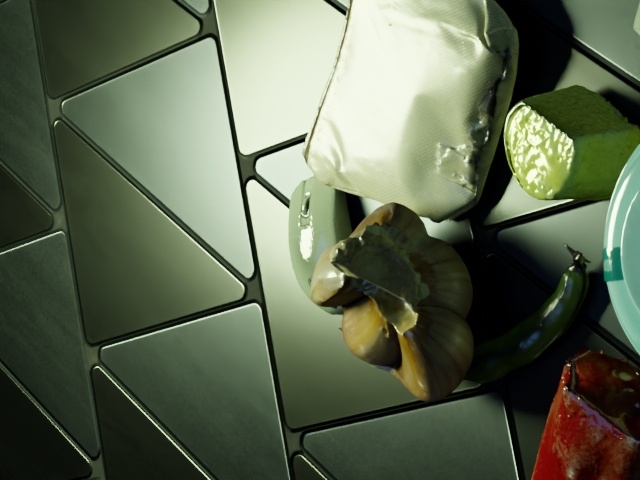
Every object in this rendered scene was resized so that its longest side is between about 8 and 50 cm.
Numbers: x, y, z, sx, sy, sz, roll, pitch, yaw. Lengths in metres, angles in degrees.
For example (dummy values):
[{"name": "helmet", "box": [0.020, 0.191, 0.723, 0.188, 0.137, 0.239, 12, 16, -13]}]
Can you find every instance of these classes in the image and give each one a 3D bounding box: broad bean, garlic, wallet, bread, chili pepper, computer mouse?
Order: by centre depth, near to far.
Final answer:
[{"name": "chili pepper", "box": [0.294, 0.254, 2.005, 0.144, 0.136, 0.253, 14, 118, -3]}, {"name": "bread", "box": [0.264, -0.097, 2.013, 0.129, 0.114, 0.111, 37, 121, 40]}, {"name": "broad bean", "box": [0.229, 0.097, 2.095, 0.069, 0.039, 0.227, 53, 123, 21]}, {"name": "garlic", "box": [0.099, 0.065, 2.138, 0.214, 0.160, 0.191, 40, 164, 6]}, {"name": "wallet", "box": [0.105, -0.184, 2.182, 0.275, 0.068, 0.335, 34, 118, 36]}, {"name": "computer mouse", "box": [0.000, 0.000, 2.296, 0.089, 0.056, 0.182, -17, 79, 37]}]

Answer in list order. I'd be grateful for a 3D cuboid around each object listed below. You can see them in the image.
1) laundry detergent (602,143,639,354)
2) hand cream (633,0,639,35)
[{"name": "laundry detergent", "box": [0.431, 0.007, 1.726, 0.287, 0.305, 0.287, 1, 92, 43]}, {"name": "hand cream", "box": [0.399, -0.323, 1.927, 0.124, 0.077, 0.341, 27, 100, 42]}]
